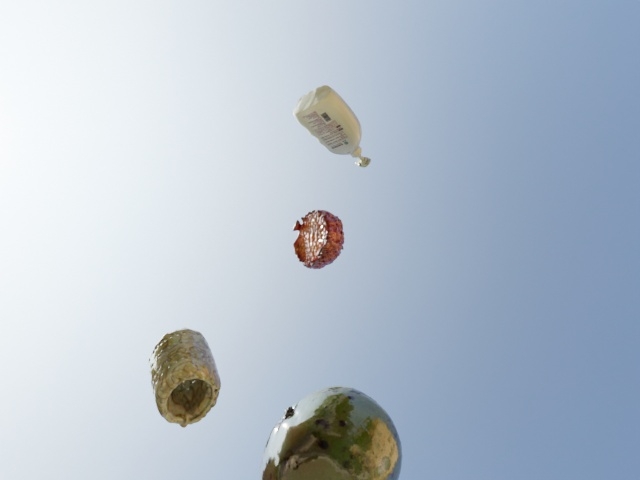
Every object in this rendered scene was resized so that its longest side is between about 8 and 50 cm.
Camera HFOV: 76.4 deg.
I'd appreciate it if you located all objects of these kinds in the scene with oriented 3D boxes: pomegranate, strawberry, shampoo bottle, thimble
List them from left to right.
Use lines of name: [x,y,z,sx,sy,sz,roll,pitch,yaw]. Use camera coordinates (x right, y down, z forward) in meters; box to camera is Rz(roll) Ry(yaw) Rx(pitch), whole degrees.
thimble: [-0.302,0.305,0.898,0.143,0.137,0.191,48,-46,47]
strawberry: [0.000,0.000,0.942,0.145,0.086,0.145,-22,-122,39]
shampoo bottle: [0.032,-0.163,0.622,0.077,0.152,0.045,-14,-131,39]
pomegranate: [0.022,0.183,0.312,0.142,0.114,0.114,42,-82,8]
